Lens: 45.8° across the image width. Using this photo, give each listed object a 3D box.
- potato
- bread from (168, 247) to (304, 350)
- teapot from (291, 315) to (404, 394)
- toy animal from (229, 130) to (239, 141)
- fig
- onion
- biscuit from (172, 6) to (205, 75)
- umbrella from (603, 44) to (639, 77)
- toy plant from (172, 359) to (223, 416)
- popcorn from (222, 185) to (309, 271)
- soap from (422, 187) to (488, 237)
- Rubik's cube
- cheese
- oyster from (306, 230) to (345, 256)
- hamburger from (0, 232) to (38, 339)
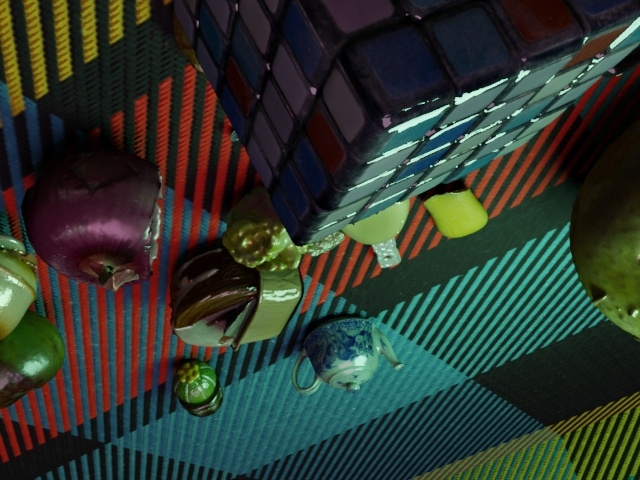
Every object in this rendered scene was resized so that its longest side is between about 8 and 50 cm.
[{"bbox_3d":[0.568,-0.036,1.122,0.319,0.385,0.442,23,123,-26],"label":"potato"},{"bbox_3d":[-0.148,0.104,1.278,0.212,0.142,0.224,-2,146,-23],"label":"bread"},{"bbox_3d":[0.049,0.247,1.555,0.232,0.159,0.159,-19,146,7],"label":"teapot"},{"bbox_3d":[-0.092,-0.131,1.051,0.084,0.028,0.050,6,134,-26],"label":"toy animal"},{"bbox_3d":[-0.528,0.186,1.246,0.181,0.181,0.191,-25,119,17],"label":"fig"},{"bbox_3d":[-0.301,-0.028,1.013,0.201,0.200,0.207,-10,178,-5],"label":"onion"},{"bbox_3d":[-0.062,-0.251,0.874,0.226,0.042,0.226,-10,147,-7],"label":"biscuit"},{"bbox_3d":[0.263,-0.218,0.983,0.340,0.118,0.118,-24,145,16],"label":"umbrella"},{"bbox_3d":[-0.258,0.307,1.583,0.093,0.093,0.162,-12,147,-3],"label":"toy plant"},{"bbox_3d":[-0.074,-0.021,1.137,0.145,0.126,0.126,-50,146,9],"label":"popcorn"},{"bbox_3d":[0.230,-0.051,1.280,0.089,0.033,0.168,-24,145,12],"label":"soap"},{"bbox_3d":[0.061,-0.203,0.644,0.292,0.287,0.293,-26,171,-16],"label":"Rubik's cube"},{"bbox_3d":[0.099,-0.021,1.267,0.127,0.050,0.255,-20,148,6],"label":"cheese"},{"bbox_3d":[0.000,0.000,1.270,0.083,0.038,0.080,-13,145,2],"label":"oyster"},{"bbox_3d":[-0.521,0.065,1.084,0.237,0.147,0.237,1,147,0],"label":"hamburger"}]
